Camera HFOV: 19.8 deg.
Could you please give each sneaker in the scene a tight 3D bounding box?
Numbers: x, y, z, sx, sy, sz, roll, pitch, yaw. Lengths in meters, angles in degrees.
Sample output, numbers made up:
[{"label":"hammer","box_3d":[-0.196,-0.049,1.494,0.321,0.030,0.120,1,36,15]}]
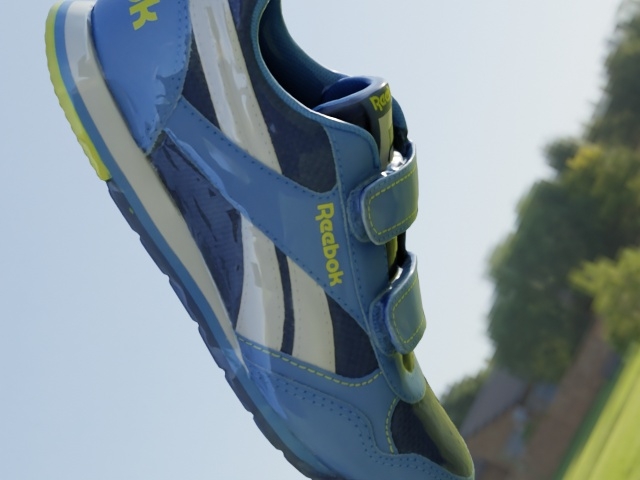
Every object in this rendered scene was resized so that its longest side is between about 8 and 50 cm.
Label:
[{"label":"sneaker","box_3d":[0.000,0.000,0.394,0.059,0.144,0.053,-30,14,10]}]
